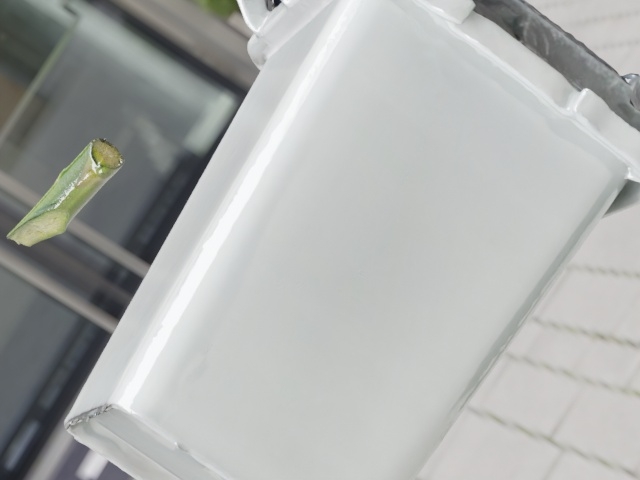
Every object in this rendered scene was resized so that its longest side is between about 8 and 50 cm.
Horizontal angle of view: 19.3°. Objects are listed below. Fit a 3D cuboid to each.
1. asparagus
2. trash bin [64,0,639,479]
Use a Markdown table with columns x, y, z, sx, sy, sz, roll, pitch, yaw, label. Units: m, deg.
| x | y | z | sx | sy | sz | roll | pitch | yaw | label |
| --- | --- | --- | --- | --- | --- | --- | --- | --- | --- |
| -0.269 | -0.040 | 1.961 | 0.178 | 0.045 | 0.041 | -43 | -1 | 33 | asparagus |
| 0.000 | 0.000 | 1.188 | 0.368 | 0.296 | 0.256 | -57 | 11 | -18 | trash bin |
